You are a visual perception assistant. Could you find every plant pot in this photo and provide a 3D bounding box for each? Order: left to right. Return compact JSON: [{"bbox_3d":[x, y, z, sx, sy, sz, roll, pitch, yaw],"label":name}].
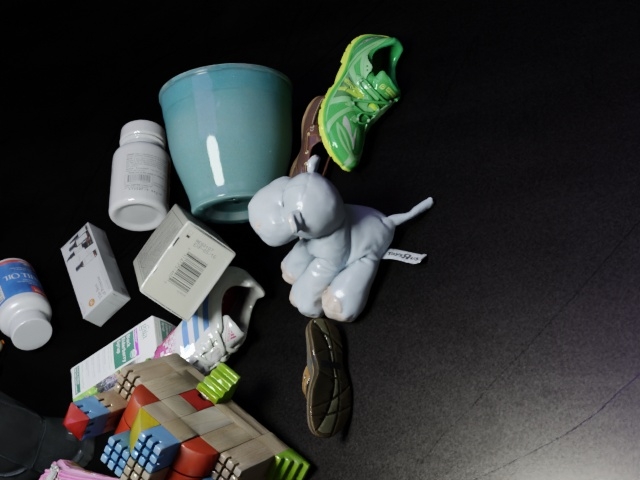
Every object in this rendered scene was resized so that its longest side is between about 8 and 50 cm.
[{"bbox_3d":[-0.176,-0.176,1.939,0.271,0.271,0.255,-16,72,32],"label":"plant pot"}]

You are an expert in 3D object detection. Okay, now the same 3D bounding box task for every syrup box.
[{"bbox_3d":[-0.387,0.257,1.967,0.237,0.096,0.093,-33,49,22],"label":"syrup box"}]

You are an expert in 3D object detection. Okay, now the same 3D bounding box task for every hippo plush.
[{"bbox_3d":[0.000,0.000,1.695,0.294,0.236,0.234,-7,62,37],"label":"hippo plush"}]

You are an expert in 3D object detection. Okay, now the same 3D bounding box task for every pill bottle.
[{"bbox_3d":[-0.694,0.150,2.257,0.124,0.124,0.221,-47,47,8],"label":"pill bottle"},{"bbox_3d":[-0.400,-0.148,2.178,0.131,0.131,0.229,-22,54,29],"label":"pill bottle"}]

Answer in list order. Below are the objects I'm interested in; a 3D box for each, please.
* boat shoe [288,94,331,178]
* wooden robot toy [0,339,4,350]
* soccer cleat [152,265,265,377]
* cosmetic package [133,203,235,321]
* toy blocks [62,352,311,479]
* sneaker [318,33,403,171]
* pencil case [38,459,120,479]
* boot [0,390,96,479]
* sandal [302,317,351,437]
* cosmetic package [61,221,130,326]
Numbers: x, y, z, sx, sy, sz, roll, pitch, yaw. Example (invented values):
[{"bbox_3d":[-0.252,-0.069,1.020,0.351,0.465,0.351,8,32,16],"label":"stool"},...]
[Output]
[{"bbox_3d":[-0.002,-0.187,1.913,0.073,0.073,0.207,1,75,58],"label":"boat shoe"},{"bbox_3d":[-0.792,0.267,2.330,0.079,0.076,0.173,-35,36,-31],"label":"wooden robot toy"},{"bbox_3d":[-0.220,0.200,1.844,0.143,0.116,0.331,17,77,49],"label":"soccer cleat"},{"bbox_3d":[-0.270,0.035,1.885,0.160,0.113,0.309,-54,14,0],"label":"cosmetic package"},{"bbox_3d":[-0.243,0.330,1.626,0.381,0.261,0.191,35,112,24],"label":"toy blocks"},{"bbox_3d":[0.083,-0.275,1.871,0.123,0.109,0.296,-2,65,43],"label":"sneaker"},{"bbox_3d":[-0.363,0.498,1.762,0.386,0.167,0.160,-1,69,39],"label":"pencil case"},{"bbox_3d":[-0.728,0.403,1.917,0.367,0.445,0.146,-38,48,16],"label":"boot"},{"bbox_3d":[-0.002,0.238,1.675,0.060,0.090,0.219,-39,48,41],"label":"sandal"},{"bbox_3d":[-0.510,0.073,2.194,0.099,0.060,0.239,-44,46,13],"label":"cosmetic package"}]
